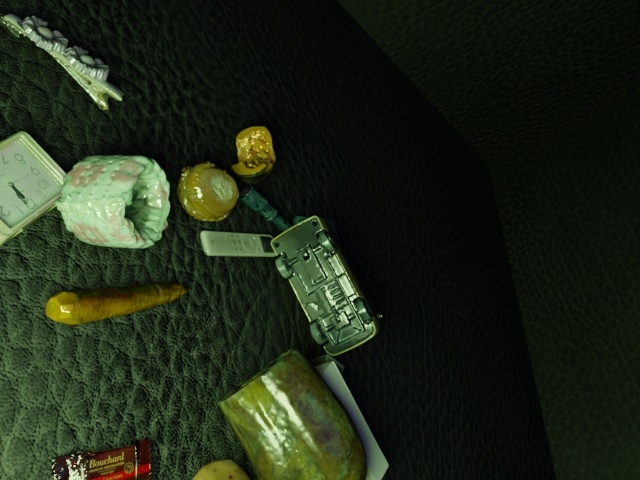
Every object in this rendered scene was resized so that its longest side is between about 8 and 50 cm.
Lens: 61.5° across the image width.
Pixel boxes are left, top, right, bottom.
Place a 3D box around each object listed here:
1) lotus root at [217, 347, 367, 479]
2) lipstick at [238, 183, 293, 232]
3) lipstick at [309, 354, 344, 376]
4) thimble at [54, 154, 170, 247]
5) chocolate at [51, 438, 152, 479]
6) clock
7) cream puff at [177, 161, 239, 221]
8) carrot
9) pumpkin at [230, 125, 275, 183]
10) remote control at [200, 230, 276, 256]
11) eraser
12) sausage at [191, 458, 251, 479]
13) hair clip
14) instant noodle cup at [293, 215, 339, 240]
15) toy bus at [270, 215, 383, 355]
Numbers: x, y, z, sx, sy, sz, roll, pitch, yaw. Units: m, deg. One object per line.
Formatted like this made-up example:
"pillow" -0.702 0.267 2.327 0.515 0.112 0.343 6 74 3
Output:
"lotus root" -0.046 0.418 1.139 0.250 0.250 0.346 -16 69 -56
"lipstick" -0.139 -0.075 1.570 0.234 0.053 0.053 40 40 -33
"lipstick" -0.008 0.472 1.347 0.080 0.076 0.372 42 39 -30
"thimble" -0.406 -0.076 1.069 0.211 0.149 0.186 -42 133 -75
"chocolate" -0.378 0.404 0.946 0.182 0.028 0.086 6 70 -50
"clock" -0.571 -0.095 0.989 0.147 0.071 0.192 51 35 -17
"cream puff" -0.288 -0.119 1.345 0.165 0.115 0.150 52 41 -32
"carrot" -0.395 0.121 1.094 0.314 0.066 0.066 -3 70 -58
"pumpkin" -0.188 -0.229 1.557 0.108 0.118 0.184 80 15 -55
"remote control" -0.210 0.009 1.437 0.261 0.029 0.067 4 65 -52
"eraser" 0.056 0.448 1.309 0.298 0.078 0.076 62 33 -3
"sausage" -0.091 0.641 1.085 0.501 0.123 0.136 53 8 -14
"hair clip" -0.575 -0.412 1.210 0.292 0.084 0.106 39 22 -24
"instant noodle cup" 0.000 0.000 1.692 0.157 0.070 0.179 6 64 -50
"toy bus" 0.025 0.123 1.507 0.366 0.176 0.202 63 12 8
